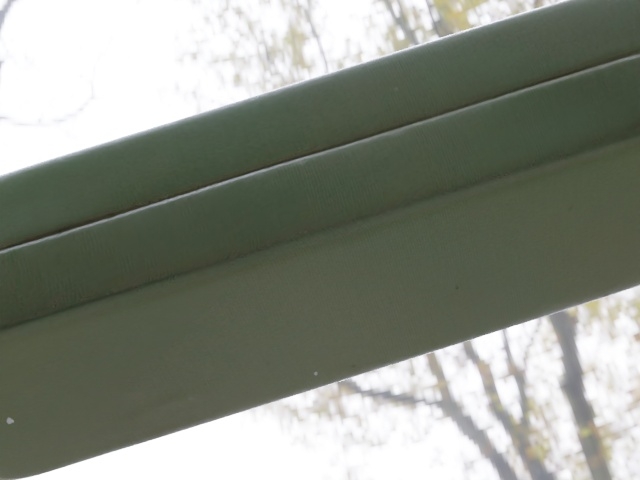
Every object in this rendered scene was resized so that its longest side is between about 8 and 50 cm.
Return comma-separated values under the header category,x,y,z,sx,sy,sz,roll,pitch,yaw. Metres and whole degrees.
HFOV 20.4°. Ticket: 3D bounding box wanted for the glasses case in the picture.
category,x,y,z,sx,sy,sz,roll,pitch,yaw
glasses case,0.000,0.000,0.403,0.184,0.039,0.078,-17,-28,-3
